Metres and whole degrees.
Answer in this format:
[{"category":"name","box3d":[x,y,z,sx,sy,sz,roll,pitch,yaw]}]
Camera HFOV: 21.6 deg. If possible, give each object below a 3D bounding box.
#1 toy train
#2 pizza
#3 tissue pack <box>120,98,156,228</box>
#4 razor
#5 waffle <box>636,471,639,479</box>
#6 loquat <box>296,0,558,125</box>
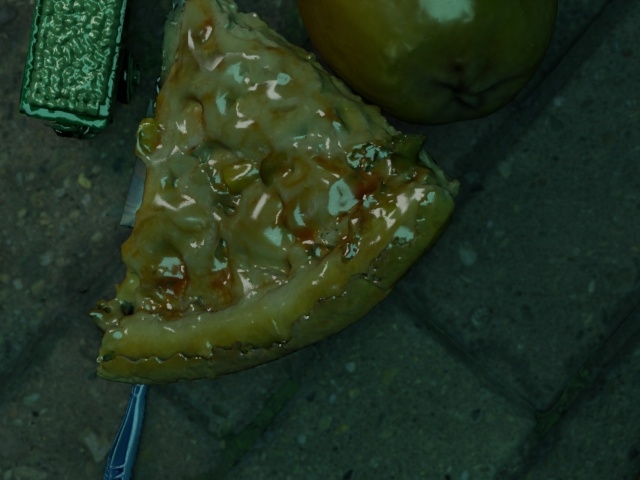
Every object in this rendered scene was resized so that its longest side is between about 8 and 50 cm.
[{"category":"toy train","box3d":[-0.247,-0.243,1.833,0.115,0.154,0.269,10,92,-2]},{"category":"pizza","box3d":[-0.045,-0.030,1.744,0.392,0.080,0.435,12,96,26]},{"category":"tissue pack","box3d":[-0.154,-0.075,1.885,0.108,0.060,0.148,15,91,2]},{"category":"razor","box3d":[-0.217,0.201,1.907,0.082,0.042,0.253,11,94,42]},{"category":"waffle","box3d":[0.541,0.310,1.870,0.376,0.114,0.261,21,92,-1]},{"category":"loquat","box3d":[0.112,-0.269,1.762,0.276,0.276,0.284,-22,63,1]}]
